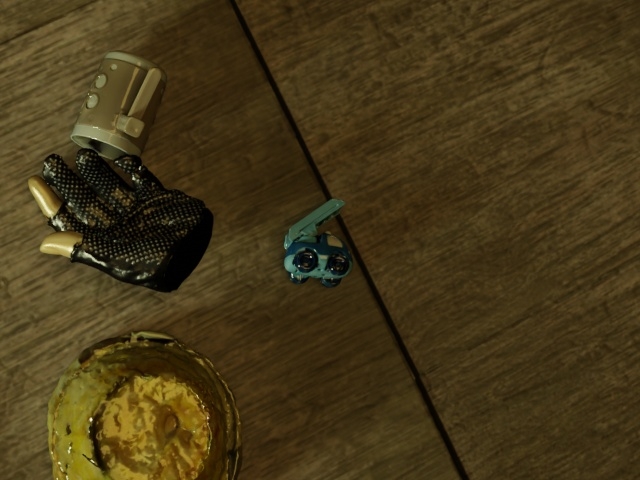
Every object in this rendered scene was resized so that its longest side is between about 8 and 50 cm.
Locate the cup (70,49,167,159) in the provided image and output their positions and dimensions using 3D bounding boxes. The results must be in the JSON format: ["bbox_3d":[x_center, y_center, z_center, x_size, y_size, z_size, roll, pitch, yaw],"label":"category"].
[{"bbox_3d":[-0.202,-0.140,1.564,0.074,0.102,0.099,19,78,0],"label":"cup"}]

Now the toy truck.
[{"bbox_3d":[0.000,0.000,1.638,0.073,0.056,0.090,8,70,-10],"label":"toy truck"}]

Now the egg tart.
[{"bbox_3d":[-0.171,0.196,1.552,0.212,0.090,0.213,3,81,-18],"label":"egg tart"}]

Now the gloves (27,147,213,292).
[{"bbox_3d":[-0.212,-0.021,1.564,0.180,0.106,0.129,25,79,15],"label":"gloves"}]
